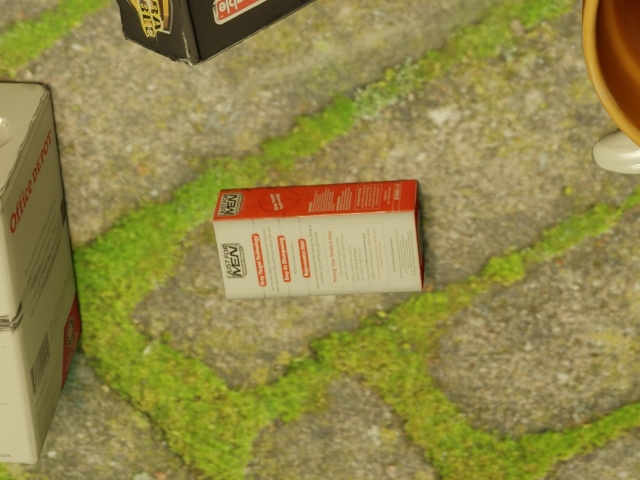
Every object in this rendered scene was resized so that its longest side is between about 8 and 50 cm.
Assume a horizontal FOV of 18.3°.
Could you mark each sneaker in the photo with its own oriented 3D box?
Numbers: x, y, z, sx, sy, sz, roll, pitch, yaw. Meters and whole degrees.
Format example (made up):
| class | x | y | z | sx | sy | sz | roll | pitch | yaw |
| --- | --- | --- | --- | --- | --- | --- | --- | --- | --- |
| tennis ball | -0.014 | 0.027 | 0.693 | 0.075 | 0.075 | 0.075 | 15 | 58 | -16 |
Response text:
| class | x | y | z | sx | sy | sz | roll | pitch | yaw |
| --- | --- | --- | --- | --- | --- | --- | --- | --- | --- |
| sneaker | 0.248 | -0.088 | 1.309 | 0.152 | 0.054 | 0.061 | -18 | 111 | 11 |

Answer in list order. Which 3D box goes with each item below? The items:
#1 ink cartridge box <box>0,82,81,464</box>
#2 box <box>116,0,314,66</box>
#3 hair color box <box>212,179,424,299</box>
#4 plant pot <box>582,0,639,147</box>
| class | x | y | z | sx | sy | sz | roll | pitch | yaw |
| --- | --- | --- | --- | --- | --- | --- | --- | --- | --- |
| ink cartridge box | -0.231 | 0.021 | 1.366 | 0.092 | 0.158 | 0.218 | 3 | 124 | 5 |
| box | -0.004 | -0.285 | 1.073 | 0.073 | 0.295 | 0.293 | 25 | 136 | 43 |
| hair color box | 0.000 | 0.000 | 1.397 | 0.141 | 0.043 | 0.072 | -3 | 124 | 7 |
| plant pot | 0.256 | -0.166 | 1.166 | 0.205 | 0.188 | 0.205 | 3 | 124 | 5 |
